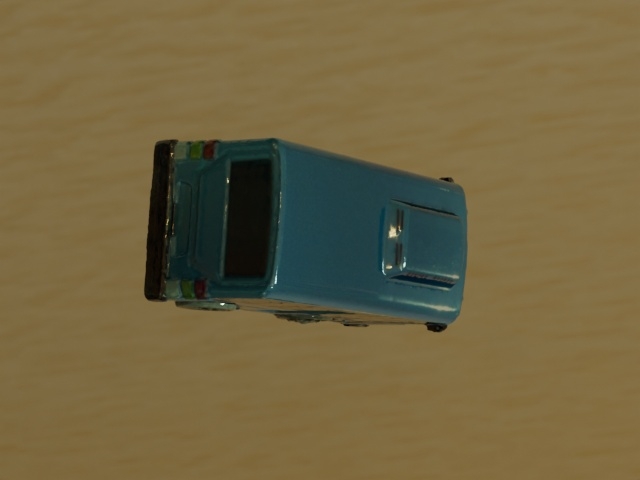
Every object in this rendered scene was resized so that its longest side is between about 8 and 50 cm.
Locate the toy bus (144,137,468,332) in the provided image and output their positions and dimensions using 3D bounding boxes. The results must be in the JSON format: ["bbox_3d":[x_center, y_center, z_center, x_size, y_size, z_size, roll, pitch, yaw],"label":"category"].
[{"bbox_3d":[0.000,0.000,0.976,0.185,0.106,0.090,10,80,-51],"label":"toy bus"}]
